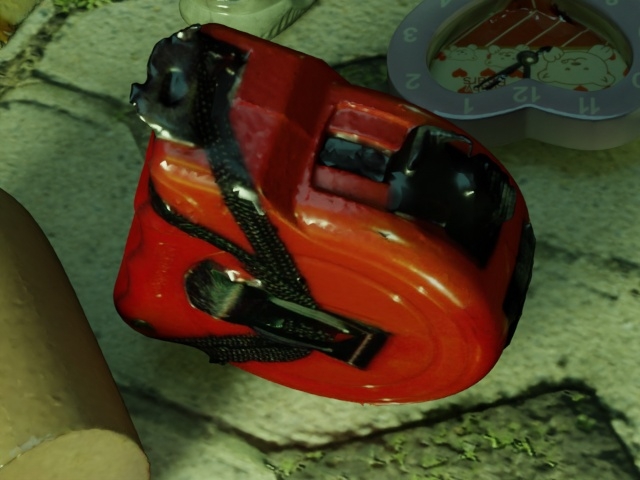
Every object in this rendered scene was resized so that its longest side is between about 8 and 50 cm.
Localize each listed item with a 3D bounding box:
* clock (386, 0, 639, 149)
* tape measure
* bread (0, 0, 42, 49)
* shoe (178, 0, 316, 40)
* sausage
[{"bbox_3d":[0.147,-0.128,1.382,0.198,0.064,0.172,0,50,5],"label":"clock"},{"bbox_3d":[0.000,0.000,1.158,0.260,0.253,0.114,20,62,-3],"label":"tape measure"},{"bbox_3d":[-0.346,-0.253,1.470,0.264,0.163,0.168,23,54,22],"label":"bread"},{"bbox_3d":[-0.019,-0.243,1.465,0.099,0.112,0.227,31,60,29],"label":"shoe"},{"bbox_3d":[-0.202,0.071,1.208,0.123,0.123,0.253,-21,50,-12],"label":"sausage"}]
